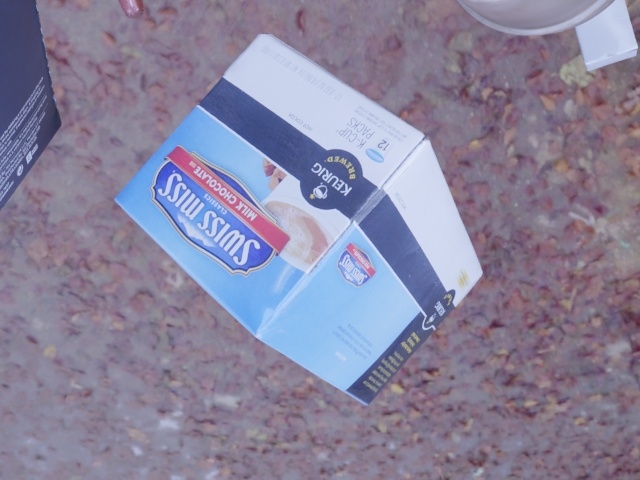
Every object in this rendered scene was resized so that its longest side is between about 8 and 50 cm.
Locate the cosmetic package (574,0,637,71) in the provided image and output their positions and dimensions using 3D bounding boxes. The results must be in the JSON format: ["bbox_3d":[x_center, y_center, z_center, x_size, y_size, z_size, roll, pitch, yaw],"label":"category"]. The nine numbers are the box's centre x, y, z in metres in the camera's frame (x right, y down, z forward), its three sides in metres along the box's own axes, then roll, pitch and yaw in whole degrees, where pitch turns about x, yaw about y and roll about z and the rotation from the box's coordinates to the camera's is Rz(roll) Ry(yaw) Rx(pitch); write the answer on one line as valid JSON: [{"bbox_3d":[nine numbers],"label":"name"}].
[{"bbox_3d":[0.681,-0.550,1.779,0.127,0.107,0.238,-13,89,22],"label":"cosmetic package"}]

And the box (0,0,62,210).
[{"bbox_3d":[-0.470,-0.216,0.715,0.343,0.179,0.313,18,143,3],"label":"box"}]

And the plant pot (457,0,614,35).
[{"bbox_3d":[0.290,-0.449,1.049,0.323,0.280,0.323,12,115,27],"label":"plant pot"}]

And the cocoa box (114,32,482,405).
[{"bbox_3d":[0.000,0.000,0.797,0.228,0.231,0.347,-49,151,-4],"label":"cocoa box"}]

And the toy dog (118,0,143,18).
[{"bbox_3d":[-0.157,-0.286,0.664,0.220,0.333,0.161,-7,108,29],"label":"toy dog"}]
